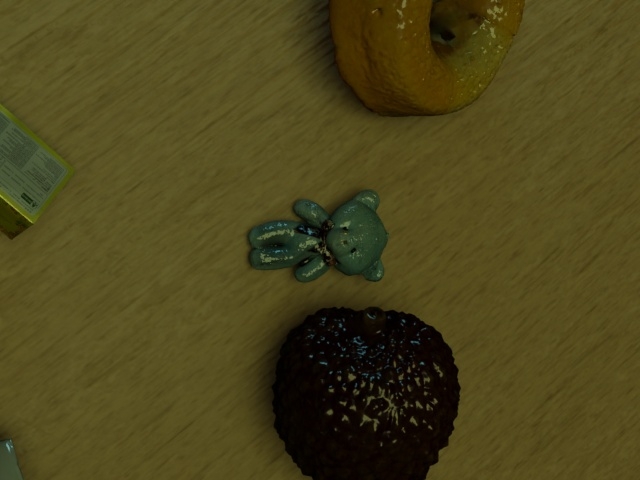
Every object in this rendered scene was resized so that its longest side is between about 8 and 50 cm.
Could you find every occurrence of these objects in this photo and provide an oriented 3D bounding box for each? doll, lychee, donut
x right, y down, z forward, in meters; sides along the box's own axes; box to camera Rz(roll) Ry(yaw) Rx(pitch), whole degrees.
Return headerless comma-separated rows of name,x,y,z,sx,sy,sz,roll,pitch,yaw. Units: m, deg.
doll,0.002,0.000,1.360,0.180,0.075,0.120,-5,93,-20
lychee,0.054,0.200,1.323,0.236,0.236,0.271,1,114,-20
donut,0.146,-0.293,1.324,0.303,0.110,0.303,-18,117,-41

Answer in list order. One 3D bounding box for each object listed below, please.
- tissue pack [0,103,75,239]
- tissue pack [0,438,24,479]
tissue pack,-0.376,-0.096,1.204,0.176,0.062,0.095,43,47,-20
tissue pack,-0.440,0.342,1.211,0.229,0.145,0.159,-14,66,-19
